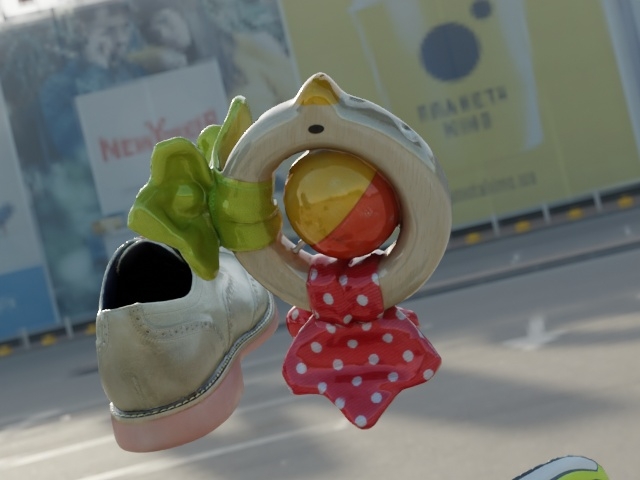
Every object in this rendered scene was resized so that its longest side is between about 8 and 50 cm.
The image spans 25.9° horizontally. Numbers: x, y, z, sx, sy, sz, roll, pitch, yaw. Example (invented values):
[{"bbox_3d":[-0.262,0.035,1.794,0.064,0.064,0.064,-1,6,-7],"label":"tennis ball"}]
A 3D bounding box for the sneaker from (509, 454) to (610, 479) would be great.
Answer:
[{"bbox_3d":[0.144,0.252,1.046,0.300,0.121,0.111,-13,-23,-49],"label":"sneaker"}]

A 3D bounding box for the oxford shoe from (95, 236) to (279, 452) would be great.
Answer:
[{"bbox_3d":[-0.127,0.050,1.325,0.140,0.146,0.397,-15,18,5],"label":"oxford shoe"}]

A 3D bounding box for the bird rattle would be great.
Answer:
[{"bbox_3d":[0.000,0.000,0.971,0.207,0.253,0.143,-45,1,33],"label":"bird rattle"}]
